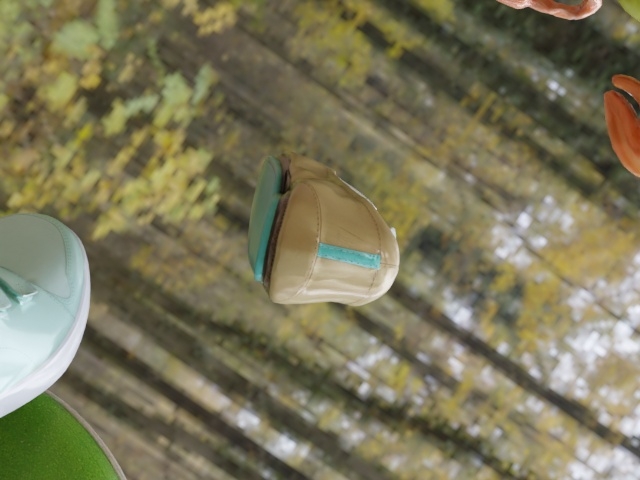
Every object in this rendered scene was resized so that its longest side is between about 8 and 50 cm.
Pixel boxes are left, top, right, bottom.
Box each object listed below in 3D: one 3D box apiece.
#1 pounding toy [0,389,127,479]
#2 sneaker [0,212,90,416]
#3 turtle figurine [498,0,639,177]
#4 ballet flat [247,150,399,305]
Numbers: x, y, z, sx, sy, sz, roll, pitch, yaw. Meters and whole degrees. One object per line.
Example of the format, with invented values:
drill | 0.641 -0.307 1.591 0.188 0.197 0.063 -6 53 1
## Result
pounding toy | -0.176 0.192 0.810 0.183 0.237 0.110 -45 167 36
sneaker | -0.181 0.011 0.742 0.256 0.094 0.151 -52 154 -57
turtle figurine | 0.134 -0.082 0.413 0.087 0.269 0.217 -34 152 -47
ballet flat | 0.000 0.000 0.826 0.232 0.073 0.080 -109 -150 -80
